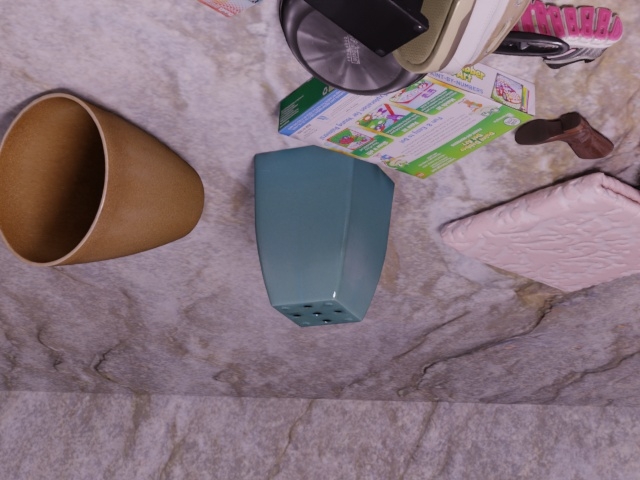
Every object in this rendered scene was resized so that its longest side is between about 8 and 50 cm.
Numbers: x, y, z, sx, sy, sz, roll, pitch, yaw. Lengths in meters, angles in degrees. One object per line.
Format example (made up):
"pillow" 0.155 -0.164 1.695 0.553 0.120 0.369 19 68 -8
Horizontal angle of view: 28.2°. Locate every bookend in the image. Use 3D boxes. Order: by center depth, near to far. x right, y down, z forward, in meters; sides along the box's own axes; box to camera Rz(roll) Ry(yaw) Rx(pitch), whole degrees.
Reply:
"bookend" 0.041 -0.290 1.231 0.156 0.157 0.072 32 147 -26

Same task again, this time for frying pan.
"frying pan" 0.100 -0.213 1.481 0.326 0.053 0.197 23 144 0

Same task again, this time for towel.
"towel" 0.416 -0.009 2.043 0.317 0.053 0.332 19 154 -34

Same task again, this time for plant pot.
"plant pot" -0.292 -0.070 1.815 0.237 0.237 0.254 -14 166 37
"plant pot" 0.000 0.000 1.888 0.166 0.234 0.165 -6 156 24

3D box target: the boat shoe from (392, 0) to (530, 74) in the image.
"boat shoe" 0.173 -0.295 1.237 0.103 0.113 0.302 -7 140 -40

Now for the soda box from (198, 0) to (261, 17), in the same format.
"soda box" -0.144 -0.312 1.378 0.063 0.058 0.183 -18 151 41

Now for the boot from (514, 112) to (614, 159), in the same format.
"boot" 0.340 -0.136 1.772 0.106 0.037 0.114 -9 159 33

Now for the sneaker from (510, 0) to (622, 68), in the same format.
"sneaker" 0.262 -0.237 1.492 0.171 0.063 0.075 2 152 -10

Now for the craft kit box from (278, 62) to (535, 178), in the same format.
"craft kit box" 0.111 -0.174 1.685 0.247 0.060 0.250 19 154 -27
